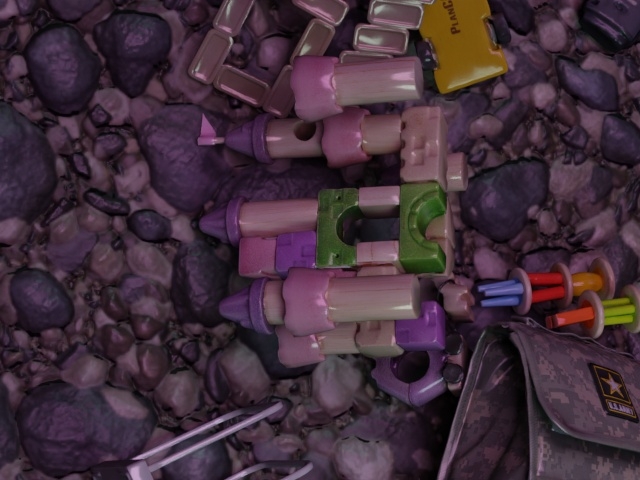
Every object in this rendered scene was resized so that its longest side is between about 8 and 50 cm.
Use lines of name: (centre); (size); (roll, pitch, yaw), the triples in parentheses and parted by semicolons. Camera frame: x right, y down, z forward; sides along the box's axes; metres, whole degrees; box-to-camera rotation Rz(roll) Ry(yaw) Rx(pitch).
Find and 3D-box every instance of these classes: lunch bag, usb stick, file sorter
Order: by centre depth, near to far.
file sorter: (-0.075, 0.308, 1.578); (0.173, 0.193, 0.278); (-25, 90, -20)
lunch bag: (0.253, 0.234, 1.671); (0.235, 0.169, 0.287); (17, 77, -35)
usb stick: (0.393, -0.336, 1.873); (0.077, 0.045, 0.278); (39, 75, -6)

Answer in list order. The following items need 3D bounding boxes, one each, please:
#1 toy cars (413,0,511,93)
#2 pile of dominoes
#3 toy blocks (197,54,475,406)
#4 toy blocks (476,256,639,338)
toy cars: (0.045, -0.311, 1.745); (0.393, 0.087, 0.176); (29, 103, -8)
pile of dominoes: (0.002, -0.242, 1.708); (0.196, 0.040, 0.251); (26, 111, -13)
toy blocks: (0.000, 0.000, 1.653); (0.260, 0.309, 0.289); (-4, 69, 16)
toy blocks: (0.253, 0.066, 1.744); (0.148, 0.123, 0.054); (-7, 116, -17)
